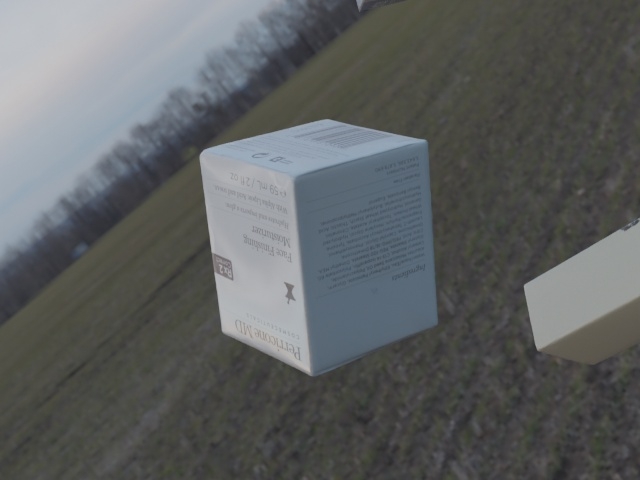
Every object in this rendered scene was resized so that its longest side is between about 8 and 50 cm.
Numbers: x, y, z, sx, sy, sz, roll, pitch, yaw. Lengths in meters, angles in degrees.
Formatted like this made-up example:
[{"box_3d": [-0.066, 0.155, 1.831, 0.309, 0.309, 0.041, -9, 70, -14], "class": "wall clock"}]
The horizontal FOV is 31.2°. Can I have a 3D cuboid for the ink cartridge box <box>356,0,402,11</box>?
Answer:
[{"box_3d": [0.071, -0.203, 0.814, 0.097, 0.046, 0.207, -14, 7, 2], "class": "ink cartridge box"}]

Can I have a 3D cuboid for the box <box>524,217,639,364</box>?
[{"box_3d": [0.371, 0.043, 1.302, 0.275, 0.113, 0.094, -35, 50, 41], "class": "box"}]

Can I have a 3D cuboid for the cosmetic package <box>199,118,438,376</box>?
[{"box_3d": [0.000, 0.000, 1.044, 0.151, 0.183, 0.151, -17, 21, -33], "class": "cosmetic package"}]
